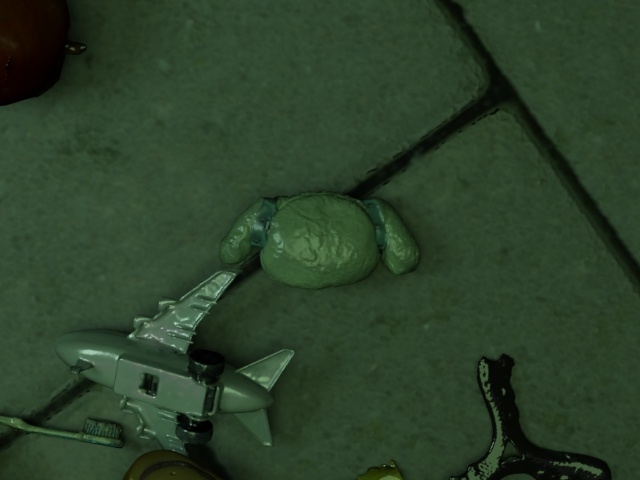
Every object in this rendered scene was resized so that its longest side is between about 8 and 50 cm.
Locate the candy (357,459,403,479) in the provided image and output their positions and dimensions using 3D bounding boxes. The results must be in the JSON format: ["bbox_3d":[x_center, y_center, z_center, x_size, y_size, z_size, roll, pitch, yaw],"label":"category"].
[{"bbox_3d":[0.077,0.408,1.516,0.187,0.081,0.297,-33,83,5],"label":"candy"}]

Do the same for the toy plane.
[{"bbox_3d":[-0.162,0.141,1.487,0.255,0.101,0.251,13,109,1],"label":"toy plane"}]

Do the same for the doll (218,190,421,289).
[{"bbox_3d":[0.000,0.000,1.477,0.214,0.071,0.103,1,98,-1],"label":"doll"}]

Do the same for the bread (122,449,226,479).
[{"bbox_3d":[-0.181,0.324,1.502,0.134,0.081,0.225,29,118,-10],"label":"bread"}]

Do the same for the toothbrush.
[{"bbox_3d":[-0.358,0.191,1.540,0.294,0.026,0.028,9,79,1],"label":"toothbrush"}]

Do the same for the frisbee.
[{"bbox_3d":[0.198,0.215,1.516,0.211,0.012,0.187,-14,93,-4],"label":"frisbee"}]

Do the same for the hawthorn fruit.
[{"bbox_3d":[-0.335,-0.220,1.419,0.202,0.185,0.185,18,98,-18],"label":"hawthorn fruit"}]
